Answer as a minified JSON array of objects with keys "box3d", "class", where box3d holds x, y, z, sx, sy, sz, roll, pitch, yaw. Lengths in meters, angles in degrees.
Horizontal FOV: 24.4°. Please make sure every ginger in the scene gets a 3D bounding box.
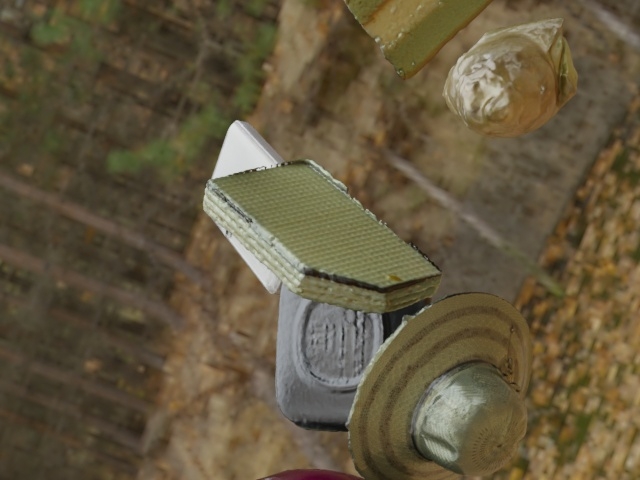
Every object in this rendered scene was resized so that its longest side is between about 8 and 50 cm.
[{"box3d":[0.175,-0.157,1.584,0.123,0.115,0.193,-28,9,-33],"class":"ginger"}]

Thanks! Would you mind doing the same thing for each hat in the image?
[{"box3d":[0.158,0.186,1.554,0.110,0.252,0.252,38,109,48],"class":"hat"}]

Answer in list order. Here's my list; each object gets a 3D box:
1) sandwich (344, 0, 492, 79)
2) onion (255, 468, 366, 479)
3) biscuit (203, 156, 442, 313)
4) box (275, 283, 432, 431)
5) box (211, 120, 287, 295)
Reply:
[{"box3d":[0.076,-0.264,1.472,0.144,0.117,0.187,-39,25,-1],"class":"sandwich"},{"box3d":[-0.005,0.387,1.693,0.260,0.282,0.336,66,155,10],"class":"onion"},{"box3d":[0.000,0.000,1.607,0.252,0.150,0.052,40,133,36],"class":"biscuit"},{"box3d":[0.039,0.117,1.721,0.042,0.201,0.212,28,-118,-58],"class":"box"},{"box3d":[-0.082,-0.047,1.941,0.285,0.044,0.142,49,125,56],"class":"box"}]
